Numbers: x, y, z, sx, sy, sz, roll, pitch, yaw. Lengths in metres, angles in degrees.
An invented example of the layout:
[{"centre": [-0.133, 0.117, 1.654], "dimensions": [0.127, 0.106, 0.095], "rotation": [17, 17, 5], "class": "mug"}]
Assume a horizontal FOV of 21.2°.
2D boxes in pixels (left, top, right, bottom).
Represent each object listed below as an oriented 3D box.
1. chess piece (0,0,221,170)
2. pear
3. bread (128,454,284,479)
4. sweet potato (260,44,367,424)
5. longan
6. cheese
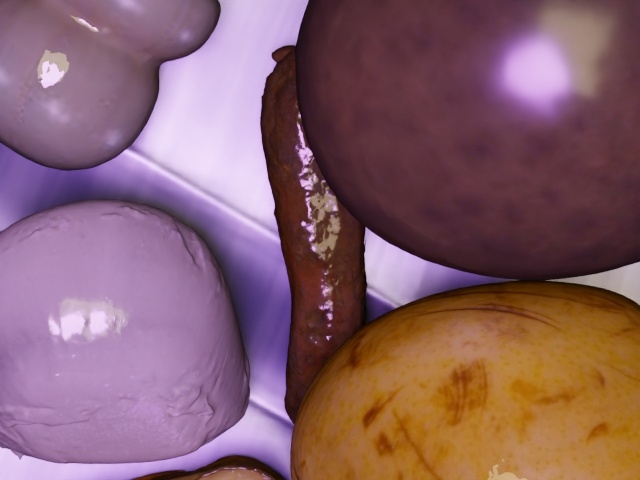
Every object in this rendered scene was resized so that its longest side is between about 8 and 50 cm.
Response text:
[{"centre": [-0.117, -0.198, 1.134], "dimensions": [0.182, 0.182, 0.330], "rotation": [32, 96, -4], "class": "chess piece"}, {"centre": [0.117, 0.155, 1.105], "dimensions": [0.280, 0.281, 0.281], "rotation": [0, 93, -3], "class": "pear"}, {"centre": [-0.134, 0.216, 1.190], "dimensions": [0.245, 0.094, 0.102], "rotation": [-15, 84, -3], "class": "bread"}, {"centre": [0.000, 0.000, 1.194], "dimensions": [0.075, 0.075, 0.273], "rotation": [-4, 96, -3], "class": "sweet potato"}, {"centre": [0.144, -0.119, 1.080], "dimensions": [0.318, 0.319, 0.319], "rotation": [0, 93, -3], "class": "longan"}, {"centre": [-0.147, 0.058, 1.142], "dimensions": [0.198, 0.189, 0.154], "rotation": [-3, 61, -4], "class": "cheese"}]
